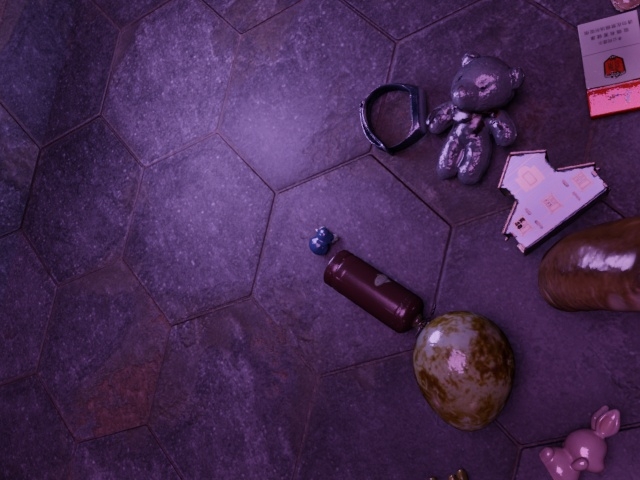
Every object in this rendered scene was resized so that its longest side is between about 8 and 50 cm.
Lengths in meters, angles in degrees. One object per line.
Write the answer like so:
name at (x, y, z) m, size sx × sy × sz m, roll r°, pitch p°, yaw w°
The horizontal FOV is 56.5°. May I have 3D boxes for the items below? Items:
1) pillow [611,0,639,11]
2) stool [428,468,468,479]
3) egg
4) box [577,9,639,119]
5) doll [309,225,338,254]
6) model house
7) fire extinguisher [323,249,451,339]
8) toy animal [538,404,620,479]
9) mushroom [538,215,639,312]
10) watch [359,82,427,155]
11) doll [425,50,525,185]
pillow at (0.807, -0.644, 1.438) m, size 0.211 × 0.034 × 0.135 m, roll -17°, pitch 77°, yaw 25°
stool at (0.315, 0.633, 1.458) m, size 0.135 × 0.134 × 0.110 m, roll -9°, pitch 68°, yaw -20°
egg at (0.344, 0.311, 1.424) m, size 0.238 × 0.238 × 0.289 m, roll -7°, pitch 103°, yaw 26°
box at (0.715, -0.426, 1.452) m, size 0.139 × 0.035 × 0.245 m, roll -7°, pitch 79°, yaw 26°
doll at (0.000, 0.000, 1.746) m, size 0.076 × 0.050 × 0.083 m, roll 38°, pitch 102°, yaw 30°
model house at (0.521, -0.118, 1.422) m, size 0.271 × 0.178 × 0.206 m, roll -42°, pitch 73°, yaw 19°
fire extinguisher at (0.174, 0.147, 1.600) m, size 0.337 × 0.114 × 0.135 m, roll 34°, pitch 85°, yaw 27°
toy animal at (0.603, 0.472, 1.338) m, size 0.212 × 0.124 × 0.124 m, roll -39°, pitch 67°, yaw 10°
mushroom at (0.599, 0.042, 1.243) m, size 0.313 × 0.397 × 0.224 m, roll 5°, pitch 83°, yaw 30°
watch at (0.205, -0.343, 1.682) m, size 0.193 × 0.068 × 0.206 m, roll -9°, pitch 75°, yaw 29°
doll at (0.388, -0.315, 1.532) m, size 0.246 × 0.158 × 0.340 m, roll 28°, pitch 99°, yaw 39°
